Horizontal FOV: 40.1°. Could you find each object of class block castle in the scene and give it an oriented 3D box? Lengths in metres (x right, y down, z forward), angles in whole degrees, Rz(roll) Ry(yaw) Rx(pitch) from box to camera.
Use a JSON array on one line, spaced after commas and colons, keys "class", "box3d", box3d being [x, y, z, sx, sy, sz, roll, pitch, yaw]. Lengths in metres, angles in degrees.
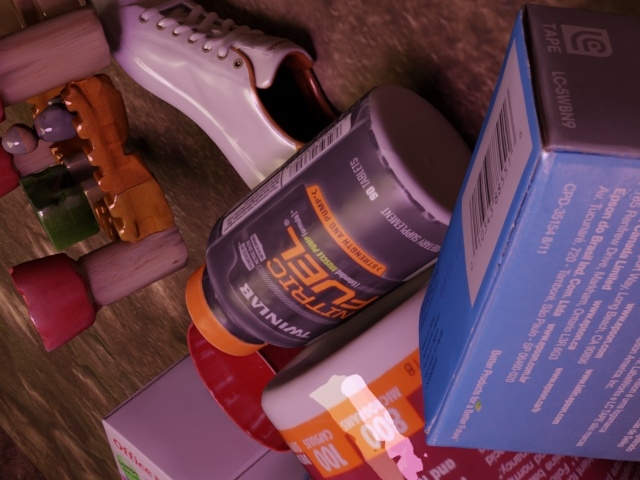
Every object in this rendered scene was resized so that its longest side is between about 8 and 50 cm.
[{"class": "block castle", "box3d": [-0.333, -0.118, 0.898, 0.453, 0.213, 0.303, 41, 151, 52]}]

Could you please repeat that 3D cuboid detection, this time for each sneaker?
[{"class": "sneaker", "box3d": [-0.077, -0.160, 0.755, 0.290, 0.106, 0.123, 44, 137, 3]}]

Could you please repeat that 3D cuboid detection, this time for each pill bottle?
[{"class": "pill bottle", "box3d": [0.151, 0.214, 0.682, 0.392, 0.224, 0.224, 54, 148, 0]}, {"class": "pill bottle", "box3d": [0.000, 0.000, 0.683, 0.245, 0.130, 0.130, -37, 89, 33]}]

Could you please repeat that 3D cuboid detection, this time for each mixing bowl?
[{"class": "mixing bowl", "box3d": [-0.056, 0.137, 0.992, 0.181, 0.098, 0.181, 32, 142, 29]}]

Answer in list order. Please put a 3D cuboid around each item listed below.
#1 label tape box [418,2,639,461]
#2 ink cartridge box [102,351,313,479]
[{"class": "label tape box", "box3d": [0.238, 0.023, 0.462, 0.333, 0.106, 0.241, 6, 139, -3]}, {"class": "ink cartridge box", "box3d": [-0.126, 0.307, 1.151, 0.198, 0.197, 0.270, 28, 140, 34]}]
